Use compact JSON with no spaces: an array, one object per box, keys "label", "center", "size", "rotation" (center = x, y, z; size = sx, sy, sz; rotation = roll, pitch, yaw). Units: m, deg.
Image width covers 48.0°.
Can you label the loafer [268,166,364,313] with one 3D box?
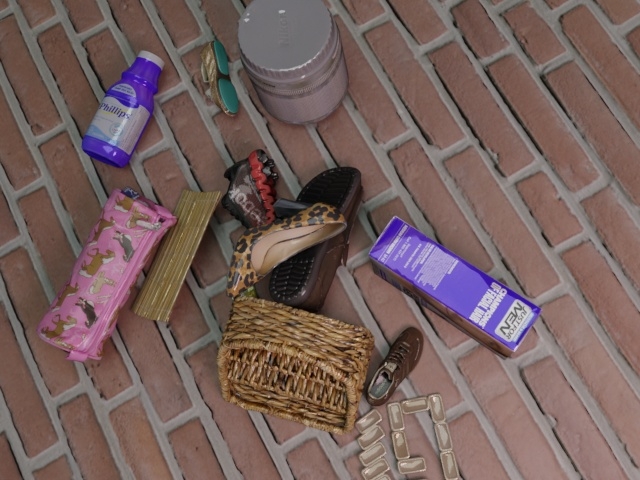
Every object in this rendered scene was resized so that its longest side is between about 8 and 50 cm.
[{"label":"loafer","center":[0.000,0.000,1.573],"size":[0.134,0.130,0.365],"rotation":[10,63,34]}]

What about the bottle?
[{"label":"bottle","center":[-0.463,-0.318,1.724],"size":[0.118,0.092,0.282],"rotation":[21,80,14]}]

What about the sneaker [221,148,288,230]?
[{"label":"sneaker","center":[-0.147,-0.062,1.614],"size":[0.135,0.097,0.276],"rotation":[-17,77,10]}]

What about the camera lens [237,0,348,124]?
[{"label":"camera lens","center":[-0.056,-0.398,1.593],"size":[0.220,0.274,0.219],"rotation":[-2,75,7]}]

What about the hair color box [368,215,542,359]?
[{"label":"hair color box","center":[0.267,0.101,1.467],"size":[0.339,0.185,0.110],"rotation":[32,82,15]}]

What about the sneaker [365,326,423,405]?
[{"label":"sneaker","center":[0.158,0.264,1.498],"size":[0.066,0.071,0.188],"rotation":[29,82,14]}]

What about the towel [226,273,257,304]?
[{"label":"towel","center":[-0.177,0.107,1.618],"size":[0.060,0.009,0.083],"rotation":[-15,74,5]}]

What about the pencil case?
[{"label":"pencil case","center":[-0.471,0.076,1.590],"size":[0.160,0.167,0.386],"rotation":[28,82,-3]}]

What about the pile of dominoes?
[{"label":"pile of dominoes","center":[0.179,0.457,1.476],"size":[0.196,0.040,0.251],"rotation":[-11,66,5]}]

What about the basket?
[{"label":"basket","center":[-0.058,0.255,1.457],"size":[0.299,0.213,0.222],"rotation":[15,77,12]}]

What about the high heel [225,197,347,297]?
[{"label":"high heel","center":[-0.070,0.021,1.445],"size":[0.186,0.093,0.261],"rotation":[13,59,37]}]

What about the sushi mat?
[{"label":"sushi mat","center":[-0.324,0.030,1.615],"size":[0.151,0.019,0.316],"rotation":[10,74,46]}]

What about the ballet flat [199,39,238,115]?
[{"label":"ballet flat","center":[-0.248,-0.381,1.734],"size":[0.067,0.073,0.206],"rotation":[-23,69,30]}]
